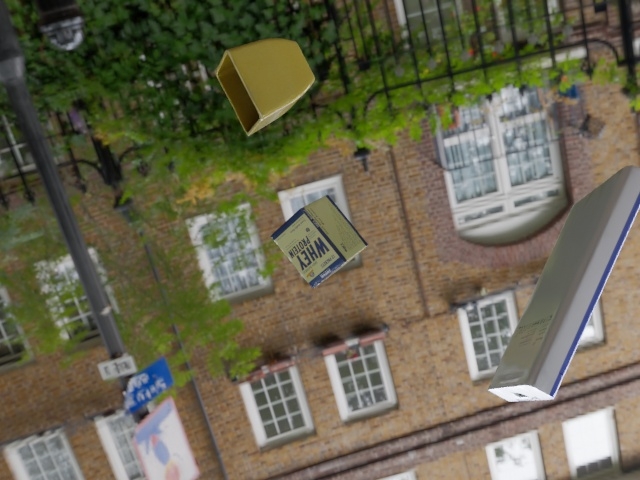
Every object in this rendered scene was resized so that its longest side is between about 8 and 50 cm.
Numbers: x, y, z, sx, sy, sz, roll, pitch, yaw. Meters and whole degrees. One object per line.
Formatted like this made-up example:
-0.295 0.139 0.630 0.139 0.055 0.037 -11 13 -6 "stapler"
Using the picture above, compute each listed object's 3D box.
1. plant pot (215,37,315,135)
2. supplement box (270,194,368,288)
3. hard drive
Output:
-0.055 -0.176 0.800 0.083 0.082 0.081 -28 -177 -17 "plant pot"
0.000 0.000 0.882 0.056 0.083 0.083 -41 176 28 "supplement box"
0.338 0.069 1.005 0.319 0.040 0.210 -61 175 -12 "hard drive"
